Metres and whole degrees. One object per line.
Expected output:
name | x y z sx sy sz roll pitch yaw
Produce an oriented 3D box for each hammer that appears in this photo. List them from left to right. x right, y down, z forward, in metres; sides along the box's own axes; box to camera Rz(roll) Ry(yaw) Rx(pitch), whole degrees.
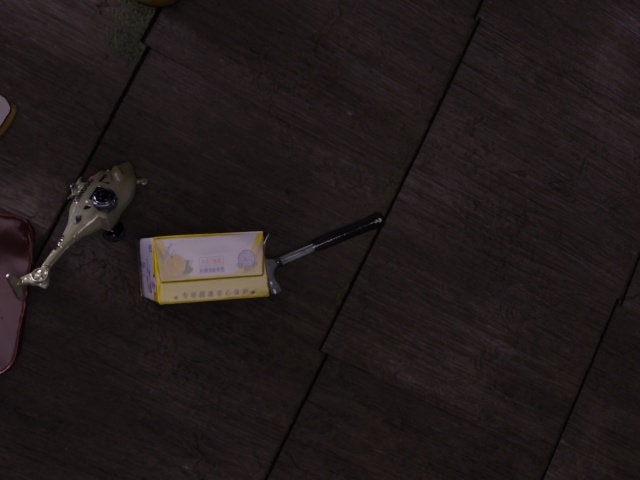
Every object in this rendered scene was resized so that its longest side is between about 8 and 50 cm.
hammer | 0.000 0.000 1.662 0.246 0.029 0.103 -25 99 -16

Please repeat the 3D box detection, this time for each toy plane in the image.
toy plane | -0.373 -0.024 1.489 0.108 0.092 0.286 18 54 14

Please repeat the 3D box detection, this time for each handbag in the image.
handbag | -0.583 0.071 1.461 0.275 0.084 0.260 9 91 -16

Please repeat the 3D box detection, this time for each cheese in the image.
cheese | -0.544 -0.161 1.487 0.086 0.036 0.162 32 82 -18

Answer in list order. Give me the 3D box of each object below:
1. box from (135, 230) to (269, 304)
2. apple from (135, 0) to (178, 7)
box | -0.188 0.039 1.482 0.168 0.265 0.097 -3 90 -15
apple | -0.264 -0.432 1.533 0.126 0.102 0.126 -1 92 -23
